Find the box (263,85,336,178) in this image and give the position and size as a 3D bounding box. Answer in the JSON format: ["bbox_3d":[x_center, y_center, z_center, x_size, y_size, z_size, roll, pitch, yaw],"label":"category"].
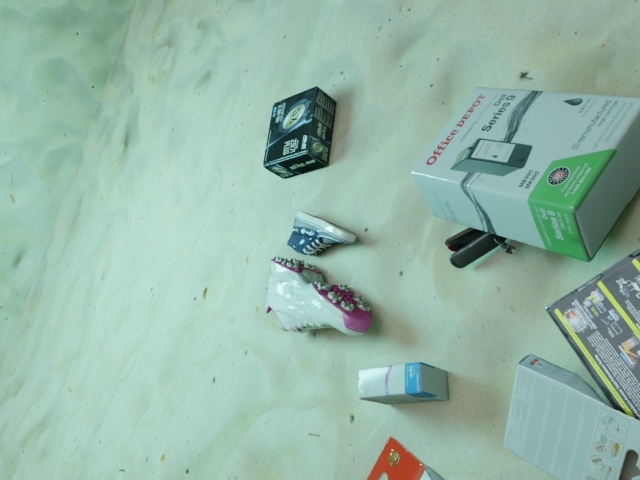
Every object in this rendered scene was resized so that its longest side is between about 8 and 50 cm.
[{"bbox_3d":[-0.050,-0.254,1.361,0.147,0.077,0.180,-9,65,40],"label":"box"}]

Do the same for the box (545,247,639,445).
[{"bbox_3d":[0.445,0.138,0.687,0.216,0.060,0.270,-41,59,23],"label":"box"}]

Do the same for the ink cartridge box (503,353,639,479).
[{"bbox_3d":[0.335,0.248,0.740,0.179,0.045,0.146,21,120,39],"label":"ink cartridge box"}]

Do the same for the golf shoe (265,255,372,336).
[{"bbox_3d":[-0.012,0.137,1.132,0.306,0.115,0.140,29,102,53],"label":"golf shoe"}]

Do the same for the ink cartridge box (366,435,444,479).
[{"bbox_3d":[0.131,0.447,0.875,0.232,0.066,0.189,30,92,42],"label":"ink cartridge box"}]

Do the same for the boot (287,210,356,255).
[{"bbox_3d":[0.000,0.000,1.211,0.190,0.069,0.086,26,96,55],"label":"boot"}]

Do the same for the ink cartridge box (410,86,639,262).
[{"bbox_3d":[0.317,-0.116,0.877,0.289,0.121,0.211,22,68,48],"label":"ink cartridge box"}]

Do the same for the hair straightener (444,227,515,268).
[{"bbox_3d":[0.314,-0.009,0.925,0.230,0.047,0.089,-27,40,25],"label":"hair straightener"}]

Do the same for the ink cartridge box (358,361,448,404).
[{"bbox_3d":[0.135,0.238,0.943,0.122,0.088,0.052,-19,59,37],"label":"ink cartridge box"}]
